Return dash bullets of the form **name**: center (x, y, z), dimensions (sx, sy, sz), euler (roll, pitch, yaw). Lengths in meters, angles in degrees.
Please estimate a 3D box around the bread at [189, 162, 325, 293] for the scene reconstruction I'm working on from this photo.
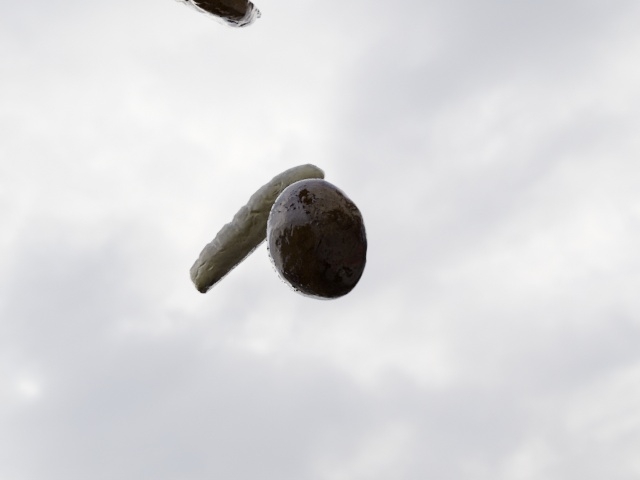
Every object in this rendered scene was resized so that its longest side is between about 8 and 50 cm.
- **bread**: center (-0.082, -0.020, 1.483), dimensions (0.214, 0.053, 0.073), euler (-44, -5, 1)

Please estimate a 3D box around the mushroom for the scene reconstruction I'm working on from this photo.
- **mushroom**: center (0.000, 0.000, 1.225), dimensions (0.087, 0.127, 0.127), euler (-27, -12, -43)

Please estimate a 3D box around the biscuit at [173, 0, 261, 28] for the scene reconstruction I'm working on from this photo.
- **biscuit**: center (-0.174, -0.270, 1.156), dimensions (0.262, 0.262, 0.037), euler (27, -86, -48)
